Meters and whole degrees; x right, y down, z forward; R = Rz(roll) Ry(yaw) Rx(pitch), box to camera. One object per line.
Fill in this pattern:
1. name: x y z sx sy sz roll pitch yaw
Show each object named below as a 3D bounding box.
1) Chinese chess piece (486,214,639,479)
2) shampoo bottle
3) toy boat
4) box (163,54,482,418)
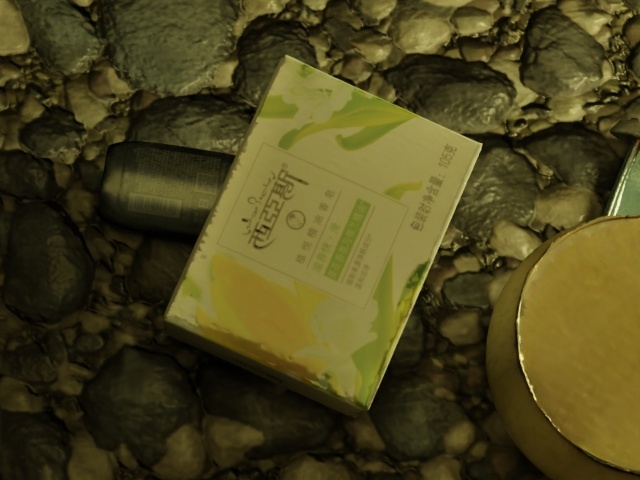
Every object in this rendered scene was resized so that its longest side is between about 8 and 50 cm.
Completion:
1. Chinese chess piece: 0.273 0.104 1.601 0.257 0.104 0.257 4 69 -10
2. shampoo bottle: -0.084 -0.037 1.675 0.233 0.049 0.087 8 69 -4
3. toy boat: 0.308 -0.050 1.752 0.096 0.034 0.122 22 71 4
4. box: 0.000 0.000 1.595 0.194 0.111 0.260 23 82 -1
